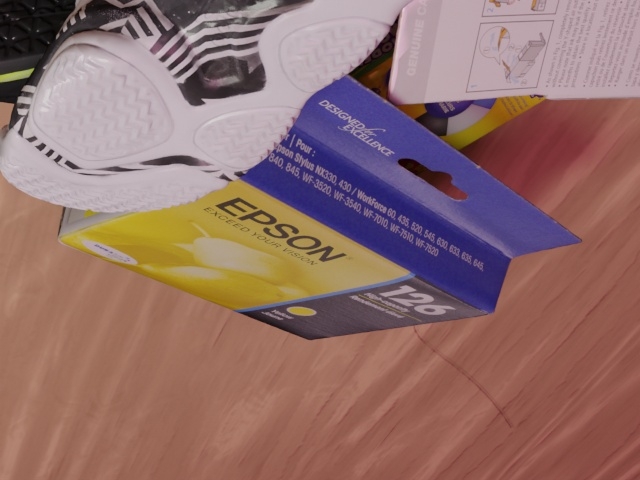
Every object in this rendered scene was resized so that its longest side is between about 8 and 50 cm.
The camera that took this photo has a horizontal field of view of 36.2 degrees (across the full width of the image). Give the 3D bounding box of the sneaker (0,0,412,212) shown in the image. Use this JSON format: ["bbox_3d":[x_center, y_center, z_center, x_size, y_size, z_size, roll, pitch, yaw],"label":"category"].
[{"bbox_3d":[-0.058,-0.174,0.567,0.137,0.210,0.366,25,133,-38],"label":"sneaker"}]

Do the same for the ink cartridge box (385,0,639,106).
[{"bbox_3d":[0.175,-0.234,0.634,0.261,0.066,0.296,-4,126,-16],"label":"ink cartridge box"}]

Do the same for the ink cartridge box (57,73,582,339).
[{"bbox_3d":[0.000,0.000,0.798,0.307,0.072,0.303,-12,150,44],"label":"ink cartridge box"}]

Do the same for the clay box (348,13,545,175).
[{"bbox_3d":[0.104,-0.137,0.778,0.222,0.053,0.127,-30,137,17],"label":"clay box"}]

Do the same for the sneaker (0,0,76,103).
[{"bbox_3d":[-0.161,-0.139,0.687,0.235,0.084,0.097,-4,164,-13],"label":"sneaker"}]
